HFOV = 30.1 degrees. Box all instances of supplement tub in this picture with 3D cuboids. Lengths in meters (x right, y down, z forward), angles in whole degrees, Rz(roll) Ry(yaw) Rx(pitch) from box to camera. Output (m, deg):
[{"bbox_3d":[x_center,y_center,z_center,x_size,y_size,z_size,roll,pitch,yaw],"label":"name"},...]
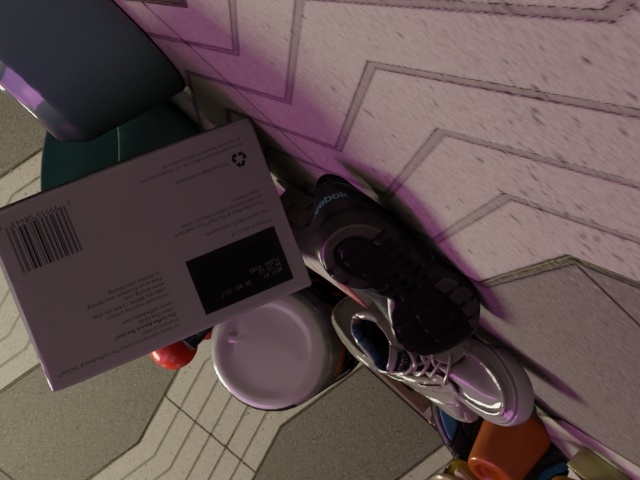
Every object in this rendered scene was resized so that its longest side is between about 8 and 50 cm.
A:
[{"bbox_3d":[-0.038,0.162,2.029,0.207,0.207,0.338,40,-166,10],"label":"supplement tub"}]

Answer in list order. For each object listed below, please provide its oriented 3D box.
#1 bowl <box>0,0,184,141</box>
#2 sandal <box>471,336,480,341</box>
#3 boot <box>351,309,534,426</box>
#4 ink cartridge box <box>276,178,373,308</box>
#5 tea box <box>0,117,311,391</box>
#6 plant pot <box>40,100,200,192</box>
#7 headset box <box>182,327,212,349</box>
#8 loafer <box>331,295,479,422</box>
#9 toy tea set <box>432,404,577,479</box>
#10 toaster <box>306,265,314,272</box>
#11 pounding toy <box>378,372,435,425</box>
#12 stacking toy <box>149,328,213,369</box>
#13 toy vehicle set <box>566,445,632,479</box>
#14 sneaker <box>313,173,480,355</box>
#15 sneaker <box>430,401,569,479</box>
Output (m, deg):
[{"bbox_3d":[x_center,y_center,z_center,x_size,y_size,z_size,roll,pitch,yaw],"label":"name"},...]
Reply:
[{"bbox_3d":[-0.342,-0.243,1.526,0.311,0.163,0.311,41,173,6],"label":"bowl"},{"bbox_3d":[0.176,0.142,1.560,0.180,0.049,0.072,35,171,46],"label":"sandal"},{"bbox_3d":[0.137,0.152,1.439,0.123,0.095,0.258,-3,-160,-29],"label":"boot"},{"bbox_3d":[0.000,0.000,1.559,0.115,0.067,0.198,46,173,-36],"label":"ink cartridge box"},{"bbox_3d":[-0.230,0.009,1.495,0.220,0.329,0.323,70,165,-6],"label":"tea box"},{"bbox_3d":[-0.281,-0.107,1.816,0.195,0.290,0.290,3,-161,-34],"label":"plant pot"},{"bbox_3d":[-0.183,0.031,1.917,0.131,0.283,0.246,43,173,-11],"label":"headset box"},{"bbox_3d":[0.122,0.147,1.704,0.319,0.112,0.111,27,161,46],"label":"loafer"},{"bbox_3d":[0.281,0.338,1.705,0.200,0.124,0.336,36,153,2],"label":"toy tea set"},{"bbox_3d":[-0.035,0.110,2.380,0.186,0.110,0.168,41,173,4],"label":"toaster"},{"bbox_3d":[0.166,0.216,1.900,0.206,0.094,0.181,44,179,-30],"label":"pounding toy"},{"bbox_3d":[-0.178,0.097,2.125,0.141,0.330,0.141,41,174,5],"label":"stacking toy"},{"bbox_3d":[0.464,0.399,1.656,0.267,0.035,0.166,46,172,-39],"label":"toy vehicle set"},{"bbox_3d":[0.080,0.024,1.230,0.267,0.101,0.106,46,-165,-42],"label":"sneaker"},{"bbox_3d":[0.254,0.303,1.870,0.341,0.125,0.140,46,172,-38],"label":"sneaker"}]
